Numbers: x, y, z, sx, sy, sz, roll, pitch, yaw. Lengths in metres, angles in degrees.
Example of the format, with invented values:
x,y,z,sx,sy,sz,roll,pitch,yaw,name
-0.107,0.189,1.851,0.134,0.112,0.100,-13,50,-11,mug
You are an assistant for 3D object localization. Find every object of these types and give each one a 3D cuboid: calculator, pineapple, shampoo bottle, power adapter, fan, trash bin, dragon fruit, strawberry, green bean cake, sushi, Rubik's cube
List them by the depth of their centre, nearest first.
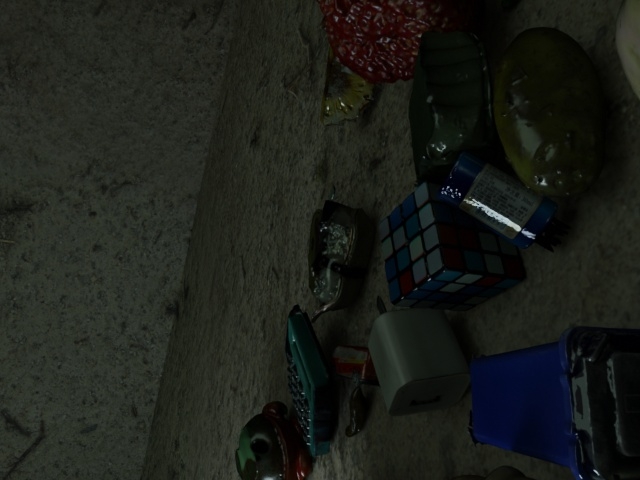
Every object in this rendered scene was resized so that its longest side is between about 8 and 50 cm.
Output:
x,y,z,sx,sy,sz,roll,pitch,yaw,name
0.292,0.202,0.668,0.234,0.162,0.184,149,125,-64,trash bin
0.260,-0.048,0.793,0.050,0.183,0.087,-47,-14,-45,shampoo bottle
0.207,-0.192,0.900,0.227,0.124,0.223,72,-163,-62,green bean cake
0.202,0.014,0.901,0.151,0.154,0.155,-44,43,52,Rubik's cube
0.154,0.173,0.961,0.125,0.130,0.205,96,165,-47,power adapter
0.170,-0.426,1.043,0.343,0.292,0.292,22,103,39,strawberry
0.051,0.059,1.252,0.109,0.134,0.273,7,77,33,sushi
-0.032,0.325,1.295,0.248,0.058,0.274,-115,22,-51,calculator
0.077,-0.376,1.317,0.079,0.135,0.233,-107,22,-65,pineapple
-0.001,0.000,1.401,0.230,0.011,0.335,-101,19,-48,fan
-0.129,0.558,1.447,0.295,0.130,0.268,-141,58,-60,dragon fruit

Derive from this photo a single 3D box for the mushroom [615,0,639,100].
x,y,z,sx,sy,sz,roll,pitch,yaw,name
0.413,-0.212,0.514,0.234,0.254,0.260,-22,27,13,mushroom

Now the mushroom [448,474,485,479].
x,y,z,sx,sy,sz,roll,pitch,yaw,name
0.212,0.416,0.789,0.166,0.127,0.166,-169,90,-71,mushroom

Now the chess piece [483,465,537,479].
x,y,z,sx,sy,sz,roll,pitch,yaw,name
0.330,0.348,0.525,0.397,0.117,0.117,11,92,49,chess piece

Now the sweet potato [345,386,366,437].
x,y,z,sx,sy,sz,roll,pitch,yaw,name
0.075,0.366,1.180,0.041,0.038,0.153,-119,32,-54,sweet potato

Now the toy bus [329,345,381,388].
x,y,z,sx,sy,sz,roll,pitch,yaw,name
0.081,0.259,1.165,0.174,0.079,0.077,-12,67,64,toy bus

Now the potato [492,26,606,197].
x,y,z,sx,sy,sz,roll,pitch,yaw,name
0.307,-0.174,0.759,0.113,0.149,0.251,105,160,-68,potato

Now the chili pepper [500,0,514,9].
x,y,z,sx,sy,sz,roll,pitch,yaw,name
0.336,-0.492,0.910,0.088,0.059,0.227,-122,42,-59,chili pepper
